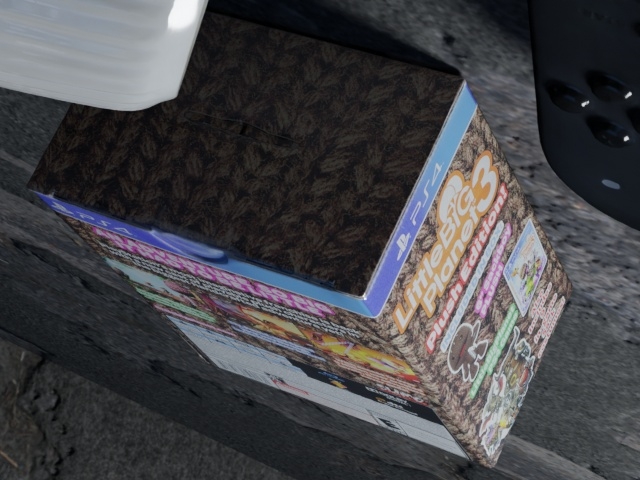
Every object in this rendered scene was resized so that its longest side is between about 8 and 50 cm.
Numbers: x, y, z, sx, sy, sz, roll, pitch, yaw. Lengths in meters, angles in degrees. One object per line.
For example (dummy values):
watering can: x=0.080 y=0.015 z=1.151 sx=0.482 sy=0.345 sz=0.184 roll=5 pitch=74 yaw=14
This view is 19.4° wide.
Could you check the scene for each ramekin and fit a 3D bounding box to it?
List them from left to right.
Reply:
ramekin: x=-0.083 y=-0.148 z=0.729 sx=0.109 sy=0.207 sz=0.207 roll=18 pitch=165 yaw=-5

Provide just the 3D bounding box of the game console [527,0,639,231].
game console: x=0.268 y=-0.042 z=0.775 sx=0.387 sy=0.060 sz=0.342 roll=20 pitch=164 yaw=18

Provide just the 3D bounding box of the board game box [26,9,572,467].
board game box: x=0.000 y=0.000 z=1.175 sx=0.232 sy=0.141 sz=0.291 roll=18 pitch=163 yaw=27
